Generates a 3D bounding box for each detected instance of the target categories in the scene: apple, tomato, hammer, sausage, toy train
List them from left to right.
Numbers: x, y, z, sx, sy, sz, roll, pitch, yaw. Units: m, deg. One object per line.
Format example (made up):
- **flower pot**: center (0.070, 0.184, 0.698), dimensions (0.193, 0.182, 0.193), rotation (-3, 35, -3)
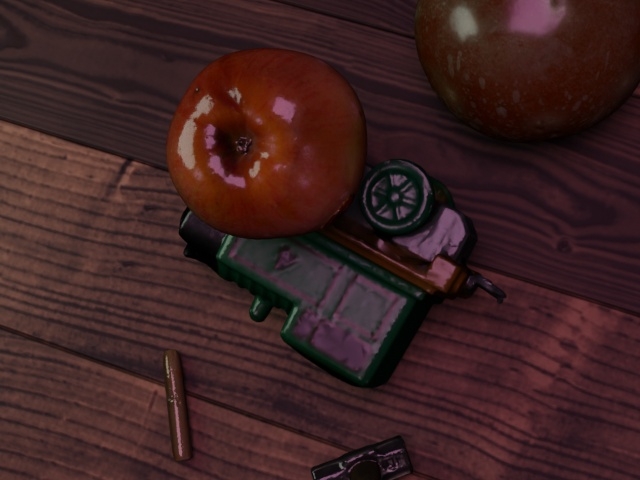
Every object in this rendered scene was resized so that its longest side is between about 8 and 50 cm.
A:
- **sausage**: center (-0.168, 0.192, 1.504), dimensions (0.024, 0.024, 0.132), rotation (-10, 75, 7)
- **apple**: center (-0.053, -0.096, 1.300), dimensions (0.209, 0.164, 0.210), rotation (0, 89, 17)
- **toy train**: center (0.000, 0.000, 1.454), dimensions (0.429, 0.178, 0.249), rotation (29, 93, 15)
- **hammer**: center (0.045, 0.259, 1.276), dimensions (0.111, 0.365, 0.043), rotation (-19, 91, 1)
- **tomato**: center (0.239, -0.250, 1.443), dimensions (0.270, 0.222, 0.270), rotation (-1, 78, 7)
